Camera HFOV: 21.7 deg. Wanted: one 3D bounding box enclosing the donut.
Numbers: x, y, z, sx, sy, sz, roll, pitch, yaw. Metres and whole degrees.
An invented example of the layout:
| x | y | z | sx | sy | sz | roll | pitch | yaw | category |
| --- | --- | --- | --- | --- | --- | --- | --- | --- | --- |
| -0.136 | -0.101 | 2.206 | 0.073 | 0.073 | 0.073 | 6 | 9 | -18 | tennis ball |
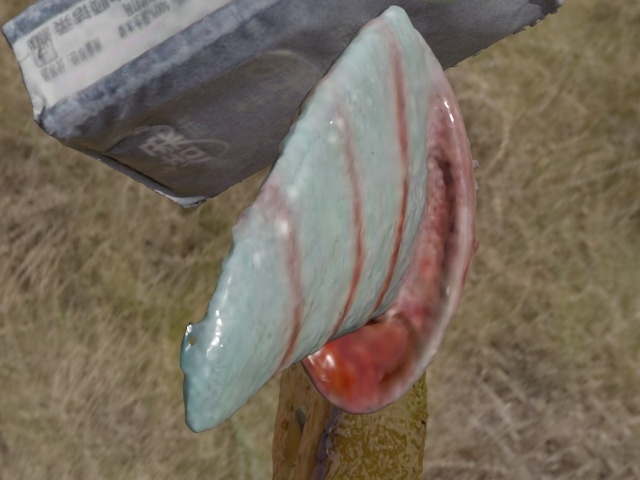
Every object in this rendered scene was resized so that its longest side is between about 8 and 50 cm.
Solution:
| x | y | z | sx | sy | sz | roll | pitch | yaw | category |
| --- | --- | --- | --- | --- | --- | --- | --- | --- | --- |
| 0.007 | 0.166 | 1.356 | 0.118 | 0.253 | 0.253 | 11 | 59 | -13 | donut |

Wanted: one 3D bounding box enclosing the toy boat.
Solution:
| x | y | z | sx | sy | sz | roll | pitch | yaw | category |
| --- | --- | --- | --- | --- | --- | --- | --- | --- | --- |
| 0.000 | 0.000 | 0.761 | 0.096 | 0.206 | 0.282 | 13 | 16 | 20 | toy boat |

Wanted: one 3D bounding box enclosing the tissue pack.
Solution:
| x | y | z | sx | sy | sz | roll | pitch | yaw | category |
| --- | --- | --- | --- | --- | --- | --- | --- | --- | --- |
| -0.022 | -0.187 | 1.370 | 0.394 | 0.288 | 0.124 | -27 | 69 | 12 | tissue pack |
